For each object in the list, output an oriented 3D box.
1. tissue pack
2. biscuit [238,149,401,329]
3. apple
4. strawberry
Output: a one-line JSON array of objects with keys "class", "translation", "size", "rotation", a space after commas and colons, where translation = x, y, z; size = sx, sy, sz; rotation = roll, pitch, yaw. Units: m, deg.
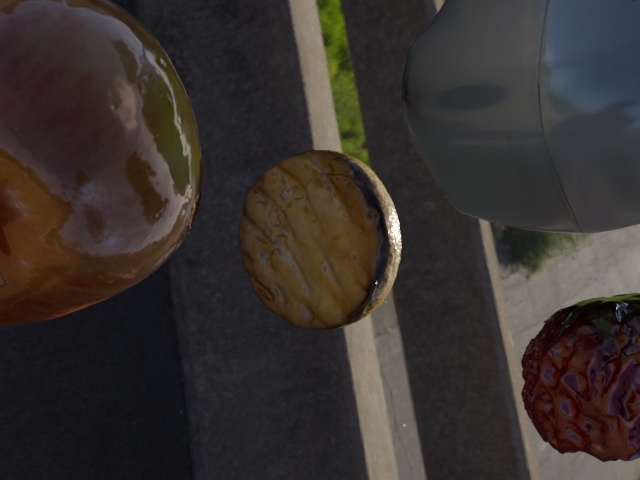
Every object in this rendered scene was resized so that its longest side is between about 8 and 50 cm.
[{"class": "tissue pack", "translation": [0.230, -0.179, 0.565], "size": [0.229, 0.235, 0.333], "rotation": [48, 54, -47]}, {"class": "biscuit", "translation": [0.000, 0.000, 1.100], "size": [0.102, 0.296, 0.297], "rotation": [-6, 81, -56]}, {"class": "apple", "translation": [-0.170, -0.047, 0.387], "size": [0.209, 0.209, 0.164], "rotation": [58, 15, -21]}, {"class": "strawberry", "translation": [0.189, 0.075, 0.399], "size": [0.145, 0.145, 0.086], "rotation": [-1, 83, -55]}]
